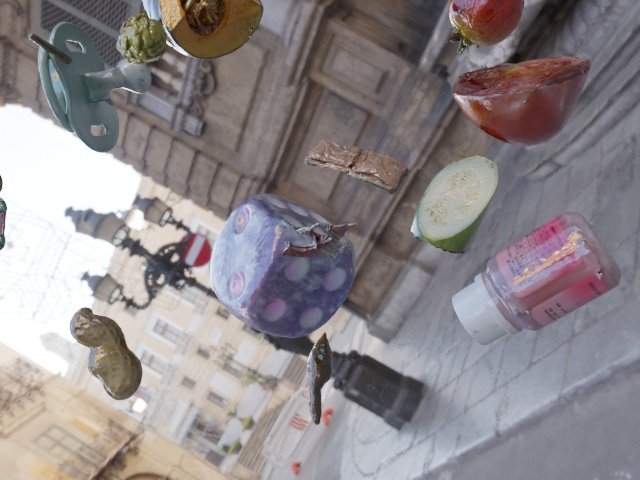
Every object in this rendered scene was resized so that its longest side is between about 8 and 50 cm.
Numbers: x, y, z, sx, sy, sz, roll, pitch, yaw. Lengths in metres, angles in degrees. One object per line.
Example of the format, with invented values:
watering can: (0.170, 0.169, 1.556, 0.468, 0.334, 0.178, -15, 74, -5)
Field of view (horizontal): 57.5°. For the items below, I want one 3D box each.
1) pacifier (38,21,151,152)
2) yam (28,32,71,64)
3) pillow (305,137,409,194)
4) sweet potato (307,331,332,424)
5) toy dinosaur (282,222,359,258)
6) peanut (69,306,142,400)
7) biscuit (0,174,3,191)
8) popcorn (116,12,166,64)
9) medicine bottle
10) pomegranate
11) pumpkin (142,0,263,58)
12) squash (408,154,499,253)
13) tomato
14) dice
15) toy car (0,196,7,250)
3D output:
pacifier: (-0.578, -0.410, 1.531, 0.288, 0.268, 0.344, -60, -44, -71)
yam: (-0.645, -0.458, 1.395, 0.021, 0.021, 0.116, -61, -31, -2)
pillow: (0.085, -0.180, 1.354, 0.126, 0.232, 0.043, -51, -24, -52)
sweet potato: (-0.004, 0.389, 1.683, 0.075, 0.074, 0.270, 113, 165, -66)
toy dinosaur: (0.000, 0.001, 1.135, 0.220, 0.108, 0.032, -24, 43, 39)
peanut: (-0.475, 0.248, 1.301, 0.104, 0.228, 0.085, -27, -3, -34)
biscuit: (-0.861, -0.207, 1.413, 0.035, 0.240, 0.158, -11, 34, 31)
popcorn: (-0.404, -0.453, 1.311, 0.121, 0.116, 0.107, -71, -24, -75)
medicine bottle: (0.344, 0.069, 0.949, 0.247, 0.147, 0.147, -36, 8, 24)
pomegranate: (0.446, -0.633, 1.608, 0.235, 0.210, 0.210, -48, 5, 33)
pumpkin: (-0.338, -0.672, 1.684, 0.303, 0.226, 0.256, -33, -26, 1)
squash: (0.377, -0.114, 1.637, 0.189, 0.189, 0.261, -52, -17, -70)
tomato: (0.441, -0.287, 1.260, 0.309, 0.308, 0.170, -57, -44, -54)
dice: (-0.096, 0.059, 1.457, 0.271, 0.270, 0.270, -60, 40, 14)
toy car: (-0.798, -0.039, 1.417, 0.055, 0.069, 0.142, 115, 151, -74)
